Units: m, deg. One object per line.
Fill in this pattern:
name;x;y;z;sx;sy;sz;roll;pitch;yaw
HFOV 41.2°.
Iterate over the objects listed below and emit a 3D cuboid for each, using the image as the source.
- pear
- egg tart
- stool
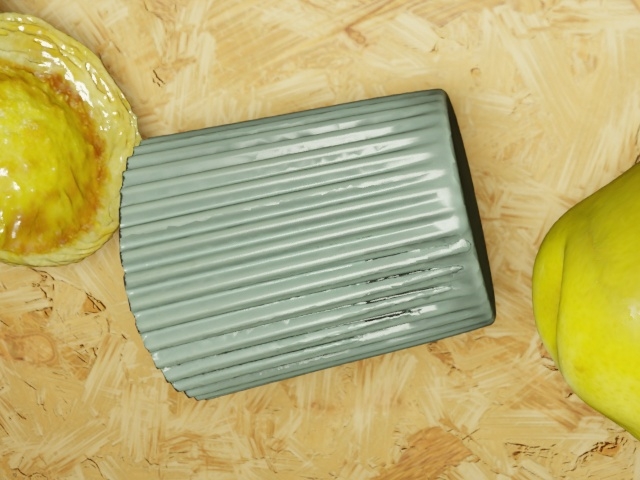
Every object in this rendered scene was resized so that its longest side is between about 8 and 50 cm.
pear;0.419;0.061;0.795;0.419;0.362;0.362;3;117;6
egg tart;-0.346;-0.120;1.010;0.319;0.128;0.318;5;118;9
stool;0.000;0.000;0.907;0.330;0.297;0.297;-11;113;13
